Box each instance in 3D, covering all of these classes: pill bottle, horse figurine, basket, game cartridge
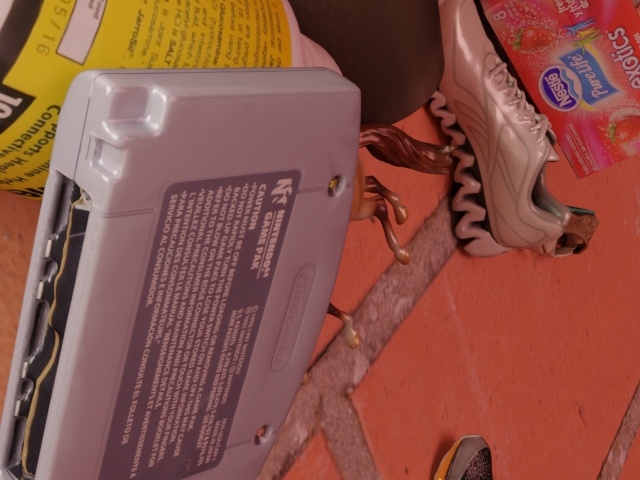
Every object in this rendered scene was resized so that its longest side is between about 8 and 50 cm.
[{"bbox_3d":[-0.129,-0.109,0.685,0.334,0.188,0.188,19,70,-54],"label":"pill bottle"},{"bbox_3d":[0.000,0.000,0.942,0.263,0.066,0.174,-56,133,-12],"label":"horse figurine"},{"bbox_3d":[0.011,-0.208,0.928,0.227,0.204,0.154,62,24,-45],"label":"basket"},{"bbox_3d":[-0.075,0.043,0.661,0.196,0.060,0.294,-6,121,-44],"label":"game cartridge"}]

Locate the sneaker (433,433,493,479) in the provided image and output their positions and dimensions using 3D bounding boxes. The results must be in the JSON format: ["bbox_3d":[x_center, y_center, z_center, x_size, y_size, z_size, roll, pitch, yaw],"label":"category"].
[{"bbox_3d":[0.161,0.302,1.170,0.084,0.083,0.215,20,69,-52],"label":"sneaker"}]

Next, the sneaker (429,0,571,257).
[{"bbox_3d":[0.186,-0.125,1.228,0.110,0.118,0.292,-37,115,-50],"label":"sneaker"}]

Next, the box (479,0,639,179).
[{"bbox_3d":[0.289,-0.234,1.332,0.300,0.142,0.154,49,23,-43],"label":"box"}]

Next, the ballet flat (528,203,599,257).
[{"bbox_3d":[0.277,-0.014,1.397,0.206,0.073,0.067,9,93,-52],"label":"ballet flat"}]
